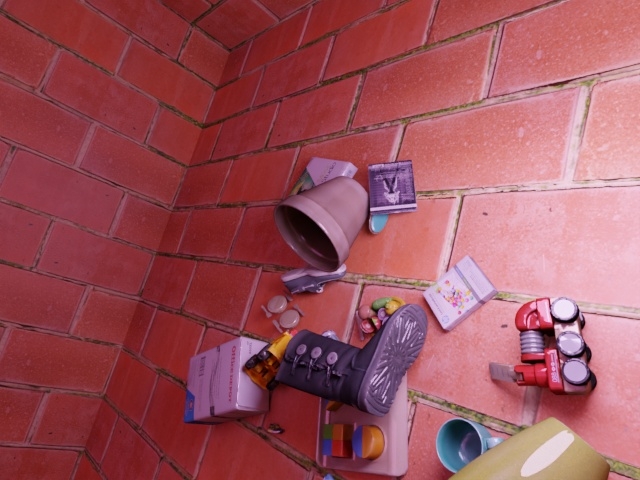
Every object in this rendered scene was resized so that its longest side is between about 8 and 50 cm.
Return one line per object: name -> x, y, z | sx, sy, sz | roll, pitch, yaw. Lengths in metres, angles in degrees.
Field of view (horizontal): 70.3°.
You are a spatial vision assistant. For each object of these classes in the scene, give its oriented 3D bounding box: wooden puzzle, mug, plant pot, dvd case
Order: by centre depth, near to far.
plant pot -> 0.450, 0.530, 0.960 | 0.293, 0.275, 0.275 | -47, 39, -2
mug -> 0.381, 0.525, 1.136 | 0.158, 0.097, 0.129 | 16, 79, 54
wooden puzzle -> 0.111, 0.556, 1.443 | 0.348, 0.081, 0.321 | -19, 56, 41
dvd case -> 0.262, -0.196, 1.667 | 0.165, 0.018, 0.221 | -5, 60, 10
plant pot -> 0.032, -0.089, 1.707 | 0.280, 0.323, 0.323 | -45, 31, -27

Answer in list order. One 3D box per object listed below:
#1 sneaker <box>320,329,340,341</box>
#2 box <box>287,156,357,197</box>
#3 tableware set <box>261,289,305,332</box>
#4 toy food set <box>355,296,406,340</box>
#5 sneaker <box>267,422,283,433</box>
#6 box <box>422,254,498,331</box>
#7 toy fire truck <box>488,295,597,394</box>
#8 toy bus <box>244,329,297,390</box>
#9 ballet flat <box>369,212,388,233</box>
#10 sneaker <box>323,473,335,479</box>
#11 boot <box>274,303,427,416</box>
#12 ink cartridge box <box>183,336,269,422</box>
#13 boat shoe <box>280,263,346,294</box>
sneaker -> 0.000, 0.435, 1.640 | 0.098, 0.083, 0.223 | 43, 108, 38
box -> -0.001, -0.247, 1.985 | 0.232, 0.059, 0.322 | -59, 32, -5
tableware set -> -0.152, 0.304, 1.900 | 0.128, 0.039, 0.194 | -35, 44, -12
toy food set -> 0.185, 0.256, 1.531 | 0.218, 0.071, 0.128 | -28, 51, 37
sneaker -> -0.171, 0.709, 1.718 | 0.083, 0.031, 0.035 | -16, 58, 43
box -> 0.412, 0.156, 1.356 | 0.186, 0.038, 0.145 | -46, 42, 23
toy fire truck -> 0.517, 0.266, 1.113 | 0.247, 0.159, 0.216 | -14, 60, 32
toy bus -> -0.163, 0.446, 1.765 | 0.220, 0.149, 0.211 | -41, 7, 40
ballet flat -> 0.222, -0.117, 1.708 | 0.067, 0.073, 0.206 | -13, 53, 67
sneaker -> 0.076, 0.769, 1.398 | 0.162, 0.063, 0.073 | 22, 70, 47
boot -> 0.086, 0.347, 1.467 | 0.445, 0.146, 0.367 | -8, 38, 53
ink cartridge box -> -0.394, 0.602, 1.920 | 0.395, 0.166, 0.285 | -28, 51, 38
boat shoe -> -0.018, 0.157, 1.823 | 0.320, 0.116, 0.098 | -12, 104, 37
